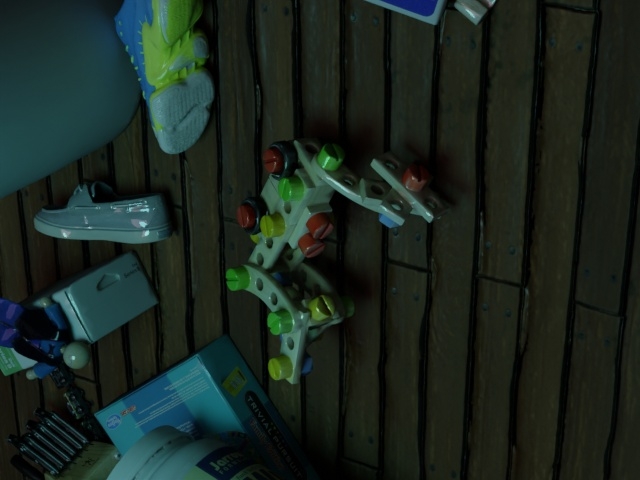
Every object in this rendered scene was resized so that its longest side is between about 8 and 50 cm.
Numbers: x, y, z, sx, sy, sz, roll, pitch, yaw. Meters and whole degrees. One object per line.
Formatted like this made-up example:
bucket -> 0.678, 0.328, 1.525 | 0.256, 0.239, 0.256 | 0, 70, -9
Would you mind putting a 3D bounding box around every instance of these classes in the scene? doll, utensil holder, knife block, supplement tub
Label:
doll -> -0.396, 0.134, 1.767 | 0.189, 0.046, 0.129 | 17, 110, 19
utensil holder -> -0.457, -0.200, 1.637 | 0.328, 0.385, 0.327 | 14, 118, 29
knife block -> -0.369, 0.389, 2.033 | 0.242, 0.088, 0.275 | -3, 127, 51
supplement tub -> -0.119, 0.406, 1.688 | 0.325, 0.235, 0.235 | 28, 124, 20

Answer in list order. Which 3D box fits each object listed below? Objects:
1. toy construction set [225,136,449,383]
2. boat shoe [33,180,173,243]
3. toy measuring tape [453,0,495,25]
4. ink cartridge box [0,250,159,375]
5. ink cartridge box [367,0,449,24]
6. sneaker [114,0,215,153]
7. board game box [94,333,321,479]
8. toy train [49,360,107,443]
toy construction set -> 0.000, 0.000, 1.576 | 0.327, 0.151, 0.215 | -49, 56, 30
boat shoe -> -0.308, -0.045, 1.815 | 0.228, 0.079, 0.081 | 4, 104, 27
toy measuring tape -> 0.213, -0.345, 1.300 | 0.121, 0.121, 0.330 | 42, 128, 11
ink cartridge box -> -0.364, 0.105, 1.863 | 0.212, 0.154, 0.093 | -23, 97, 38
ink cartridge box -> 0.028, -0.411, 1.348 | 0.307, 0.072, 0.303 | 21, 131, 4
sneaker -> -0.203, -0.237, 1.659 | 0.126, 0.091, 0.240 | 33, 128, 40
board game box -> -0.145, 0.334, 1.872 | 0.254, 0.079, 0.336 | -31, 93, 38
toy train -> -0.384, 0.260, 2.030 | 0.036, 0.027, 0.158 | -25, 96, 41
